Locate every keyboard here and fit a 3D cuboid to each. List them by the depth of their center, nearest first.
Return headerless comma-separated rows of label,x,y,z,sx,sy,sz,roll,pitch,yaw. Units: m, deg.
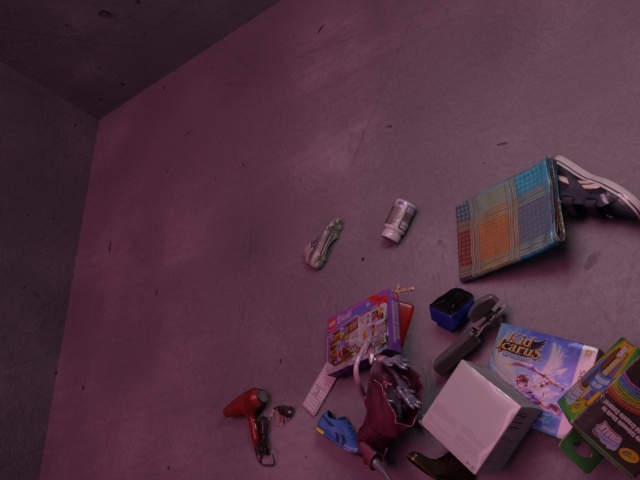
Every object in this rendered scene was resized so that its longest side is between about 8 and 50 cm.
keyboard,0.023,0.454,2.041,0.072,0.014,0.256,29,88,44

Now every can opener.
can opener,0.419,0.267,1.745,0.093,0.074,0.280,42,108,11

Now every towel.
towel,0.531,-0.052,1.772,0.370,0.040,0.271,-32,48,50

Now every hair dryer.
hair dryer,-0.239,0.626,2.127,0.293,0.080,0.223,16,80,43

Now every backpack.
backpack,0.392,0.202,1.805,0.120,0.101,0.098,-37,43,-26

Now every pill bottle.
pill bottle,0.260,-0.064,2.058,0.078,0.078,0.137,22,83,44

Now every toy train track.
toy train track,0.265,0.160,1.987,0.083,0.014,0.048,-13,61,34

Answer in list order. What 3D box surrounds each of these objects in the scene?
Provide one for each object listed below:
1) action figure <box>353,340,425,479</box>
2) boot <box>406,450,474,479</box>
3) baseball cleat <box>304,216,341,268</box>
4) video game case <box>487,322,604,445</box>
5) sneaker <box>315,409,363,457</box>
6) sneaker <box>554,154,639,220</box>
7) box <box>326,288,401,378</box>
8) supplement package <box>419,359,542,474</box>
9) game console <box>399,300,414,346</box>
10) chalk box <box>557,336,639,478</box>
action figure,0.159,0.512,1.706,0.276,0.248,0.370,28,127,13
boot,0.325,0.578,1.608,0.106,0.219,0.082,-57,22,-11
baseball cleat,0.000,0.000,2.247,0.109,0.072,0.206,18,77,50
video game case,0.567,0.365,1.604,0.269,0.061,0.244,12,76,43
sneaker,0.074,0.593,1.893,0.209,0.069,0.082,21,80,44
sneaker,0.723,-0.113,1.671,0.127,0.126,0.321,-48,36,5
box,0.132,0.298,1.935,0.293,0.057,0.201,-33,45,42
supplement package,0.406,0.447,1.556,0.194,0.149,0.203,38,100,42
game console,0.220,0.263,1.974,0.124,0.085,0.144,-16,53,70
chalk box,0.669,0.393,1.385,0.180,0.179,0.289,44,100,9
